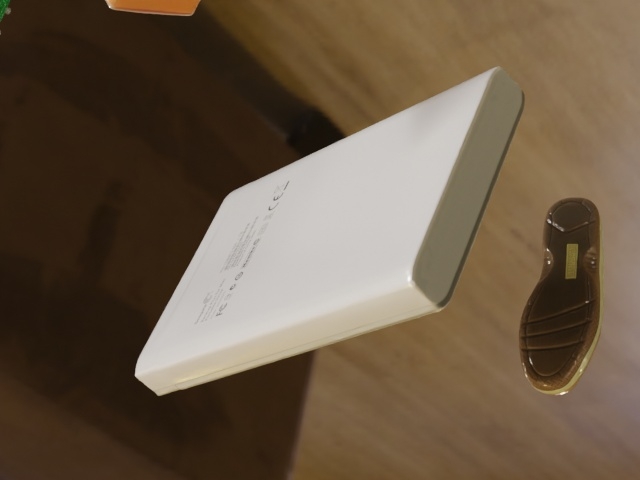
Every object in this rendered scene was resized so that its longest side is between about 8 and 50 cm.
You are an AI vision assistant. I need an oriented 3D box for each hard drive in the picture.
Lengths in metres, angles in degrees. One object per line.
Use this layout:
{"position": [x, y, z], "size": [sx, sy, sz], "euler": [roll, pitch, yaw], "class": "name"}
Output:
{"position": [0.000, 0.000, 1.001], "size": [0.040, 0.203, 0.307], "euler": [43, 141, -23], "class": "hard drive"}

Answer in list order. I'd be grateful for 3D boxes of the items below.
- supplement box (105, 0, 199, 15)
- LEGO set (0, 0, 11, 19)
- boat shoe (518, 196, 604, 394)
{"position": [-0.075, -0.258, 0.867], "size": [0.080, 0.078, 0.233], "euler": [-4, 140, -43], "class": "supplement box"}
{"position": [-0.407, -0.329, 1.299], "size": [0.331, 0.255, 0.192], "euler": [17, 177, -30], "class": "LEGO set"}
{"position": [0.220, 0.057, 1.183], "size": [0.068, 0.190, 0.072], "euler": [4, 148, 25], "class": "boat shoe"}
